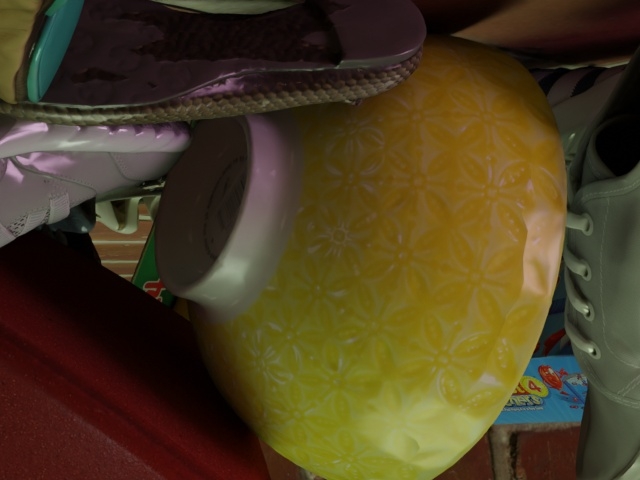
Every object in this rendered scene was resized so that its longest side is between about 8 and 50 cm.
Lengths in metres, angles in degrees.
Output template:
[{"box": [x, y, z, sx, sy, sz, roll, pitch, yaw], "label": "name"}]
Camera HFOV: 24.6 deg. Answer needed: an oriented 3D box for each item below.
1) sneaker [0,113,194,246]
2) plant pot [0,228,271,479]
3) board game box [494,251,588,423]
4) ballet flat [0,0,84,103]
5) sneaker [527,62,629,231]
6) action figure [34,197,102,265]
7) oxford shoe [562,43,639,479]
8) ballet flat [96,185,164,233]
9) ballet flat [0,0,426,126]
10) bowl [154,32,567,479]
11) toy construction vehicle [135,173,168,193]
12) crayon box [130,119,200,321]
[{"box": [-0.189, -0.037, 0.779, 0.105, 0.115, 0.281, 41, -147, 29], "label": "sneaker"}, {"box": [-0.213, 0.132, 0.904, 0.267, 0.236, 0.267, -41, -159, 6], "label": "plant pot"}, {"box": [0.260, 0.017, 1.301, 0.086, 0.308, 0.302, 47, 148, -23], "label": "board game box"}, {"box": [-0.127, -0.114, 0.587, 0.073, 0.080, 0.232, 24, 166, -11], "label": "ballet flat"}, {"box": [0.179, -0.084, 1.051, 0.350, 0.131, 0.148, -20, -143, -6], "label": "sneaker"}, {"box": [-0.345, 0.053, 1.194, 0.370, 0.275, 0.248, -21, 178, 13], "label": "action figure"}, {"box": [0.211, 0.005, 0.938, 0.130, 0.169, 0.449, 10, 136, 2], "label": "oxford shoe"}, {"box": [-0.168, -0.039, 1.365, 0.213, 0.068, 0.072, -7, 175, 26], "label": "ballet flat"}, {"box": [-0.064, -0.090, 0.762, 0.250, 0.084, 0.058, -9, 149, -21], "label": "ballet flat"}, {"box": [-0.005, -0.004, 0.879, 0.156, 0.289, 0.289, 17, 164, -30], "label": "bowl"}, {"box": [-0.151, -0.070, 1.256, 0.098, 0.035, 0.086, -12, 162, 33], "label": "toy construction vehicle"}, {"box": [0.000, 0.000, 1.191, 0.081, 0.202, 0.318, 35, -157, 35], "label": "crayon box"}]
